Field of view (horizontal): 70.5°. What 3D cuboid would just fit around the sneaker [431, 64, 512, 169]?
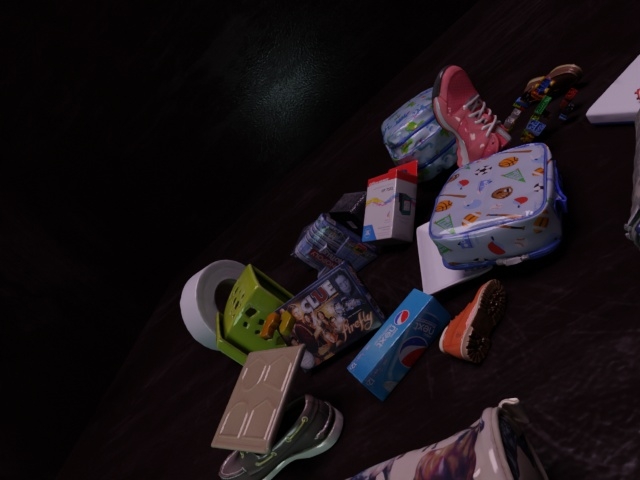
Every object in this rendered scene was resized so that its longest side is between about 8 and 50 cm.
[{"bbox_3d":[0.363,-0.254,1.016,0.116,0.314,0.136,-42,27,-20],"label":"sneaker"}]

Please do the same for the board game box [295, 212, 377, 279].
[{"bbox_3d":[0.030,0.052,1.310,0.194,0.194,0.060,-53,13,24],"label":"board game box"}]

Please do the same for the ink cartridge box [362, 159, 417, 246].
[{"bbox_3d":[0.191,-0.107,1.242,0.134,0.078,0.231,-11,70,59],"label":"ink cartridge box"}]

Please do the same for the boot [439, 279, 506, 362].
[{"bbox_3d":[0.263,0.135,0.791,0.158,0.059,0.084,-55,16,-22],"label":"boot"}]

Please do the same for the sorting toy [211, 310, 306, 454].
[{"bbox_3d":[-0.107,0.284,0.947,0.229,0.041,0.307,-25,35,46],"label":"sorting toy"}]

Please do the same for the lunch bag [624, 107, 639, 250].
[{"bbox_3d":[0.524,-0.122,0.558,0.305,0.212,0.256,-59,6,-36],"label":"lunch bag"}]

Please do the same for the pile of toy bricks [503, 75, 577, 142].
[{"bbox_3d":[0.512,-0.287,1.081,0.212,0.118,0.105,-47,-21,-22],"label":"pile of toy bricks"}]

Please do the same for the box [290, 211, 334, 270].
[{"bbox_3d":[0.000,0.000,1.562,0.156,0.093,0.158,-31,23,36],"label":"box"}]

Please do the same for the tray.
[{"bbox_3d":[0.288,0.019,0.993,0.145,0.030,0.270,-28,24,23],"label":"tray"}]

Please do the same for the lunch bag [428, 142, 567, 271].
[{"bbox_3d":[0.353,-0.066,0.887,0.243,0.115,0.303,-14,30,35],"label":"lunch bag"}]

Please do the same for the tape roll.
[{"bbox_3d":[-0.307,0.211,1.484,0.100,0.286,0.286,-31,24,38],"label":"tape roll"}]

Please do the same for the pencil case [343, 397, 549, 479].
[{"bbox_3d":[0.090,0.348,0.555,0.410,0.160,0.183,-37,35,24],"label":"pencil case"}]

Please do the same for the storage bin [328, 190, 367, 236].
[{"bbox_3d":[0.120,-0.079,1.426,0.084,0.122,0.180,-50,19,-13],"label":"storage bin"}]

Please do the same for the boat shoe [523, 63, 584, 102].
[{"bbox_3d":[0.600,-0.401,1.178,0.060,0.064,0.178,-54,13,-8],"label":"boat shoe"}]

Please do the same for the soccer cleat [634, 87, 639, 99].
[{"bbox_3d":[0.617,-0.295,0.842,0.083,0.029,0.035,-55,30,-16],"label":"soccer cleat"}]

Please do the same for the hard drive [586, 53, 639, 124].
[{"bbox_3d":[0.683,-0.298,0.815,0.210,0.040,0.318,-47,19,-2],"label":"hard drive"}]

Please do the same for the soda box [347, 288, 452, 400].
[{"bbox_3d":[0.152,0.198,0.873,0.210,0.067,0.071,-49,19,-8],"label":"soda box"}]

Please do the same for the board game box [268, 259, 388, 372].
[{"bbox_3d":[0.013,0.180,1.057,0.243,0.165,0.042,-38,-8,23],"label":"board game box"}]

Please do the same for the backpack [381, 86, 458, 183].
[{"bbox_3d":[0.317,-0.319,1.371,0.290,0.273,0.356,-30,37,24],"label":"backpack"}]

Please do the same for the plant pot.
[{"bbox_3d":[-0.165,0.229,1.251,0.207,0.227,0.228,-51,18,1],"label":"plant pot"}]

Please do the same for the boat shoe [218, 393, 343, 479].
[{"bbox_3d":[-0.103,0.412,0.924,0.324,0.097,0.117,-37,22,24],"label":"boat shoe"}]
